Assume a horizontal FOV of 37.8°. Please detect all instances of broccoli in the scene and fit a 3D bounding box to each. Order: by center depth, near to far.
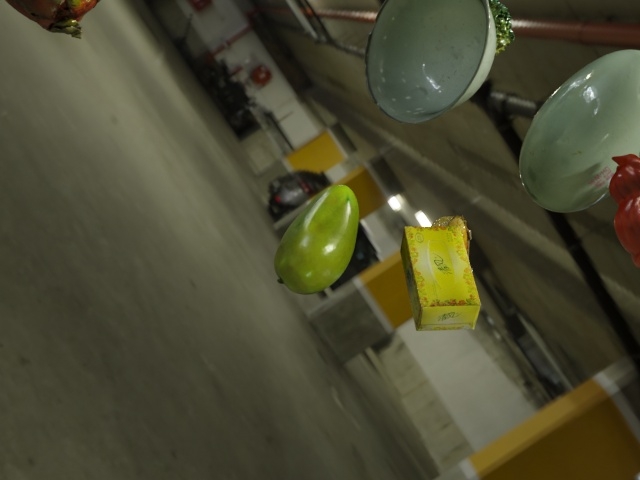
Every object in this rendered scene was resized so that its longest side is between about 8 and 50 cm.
[{"bbox_3d":[0.327,-0.458,2.100,0.219,0.194,0.194,48,7,-48],"label":"broccoli"}]

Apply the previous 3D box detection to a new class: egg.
[{"bbox_3d":[0.559,-0.224,1.915,0.230,0.371,0.230,32,13,-9],"label":"egg"}]

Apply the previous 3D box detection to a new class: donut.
[{"bbox_3d":[0.307,0.024,2.242,0.146,0.078,0.181,-27,116,-51],"label":"donut"}]

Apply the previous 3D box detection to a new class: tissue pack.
[{"bbox_3d":[0.188,0.057,1.484,0.176,0.095,0.062,-96,-171,-45],"label":"tissue pack"}]

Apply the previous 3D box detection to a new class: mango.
[{"bbox_3d":[-0.006,0.005,2.101,0.149,0.185,0.273,36,49,-16],"label":"mango"}]

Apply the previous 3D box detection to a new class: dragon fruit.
[{"bbox_3d":[-0.317,-0.313,1.174,0.096,0.147,0.102,63,-29,11],"label":"dragon fruit"}]

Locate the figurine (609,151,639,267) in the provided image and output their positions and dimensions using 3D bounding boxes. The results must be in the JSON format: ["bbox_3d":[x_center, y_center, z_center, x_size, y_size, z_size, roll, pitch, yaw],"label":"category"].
[{"bbox_3d":[0.649,-0.081,1.755,0.181,0.257,0.208,23,-39,64],"label":"figurine"}]

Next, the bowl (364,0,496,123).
[{"bbox_3d":[0.246,-0.371,1.838,0.146,0.313,0.313,8,38,-44],"label":"bowl"}]
